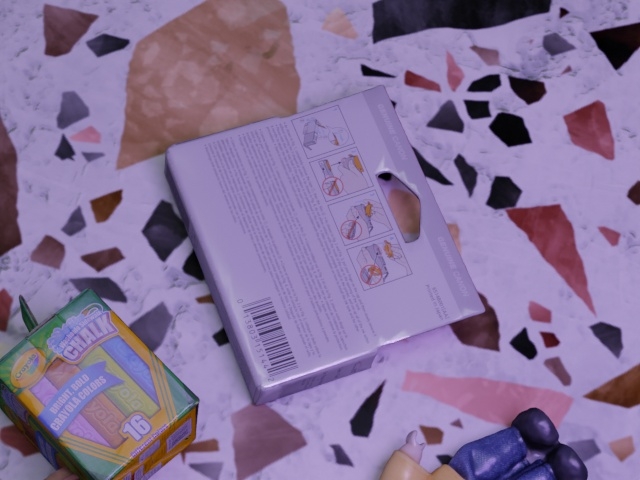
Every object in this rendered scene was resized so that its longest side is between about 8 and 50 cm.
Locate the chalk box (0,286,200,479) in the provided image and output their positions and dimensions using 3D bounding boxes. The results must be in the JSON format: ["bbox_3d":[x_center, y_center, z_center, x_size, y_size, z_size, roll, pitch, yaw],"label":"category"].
[{"bbox_3d":[-0.240,0.147,1.452,0.213,0.132,0.132,43,68,13],"label":"chalk box"}]

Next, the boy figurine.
[{"bbox_3d":[0.123,0.276,1.464,0.285,0.092,0.177,-28,75,-21],"label":"boy figurine"}]

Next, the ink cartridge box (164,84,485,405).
[{"bbox_3d":[0.000,0.000,1.582,0.261,0.066,0.296,-17,70,-14],"label":"ink cartridge box"}]

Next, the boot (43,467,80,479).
[{"bbox_3d":[-0.207,0.380,1.359,0.269,0.089,0.236,35,95,10],"label":"boot"}]
